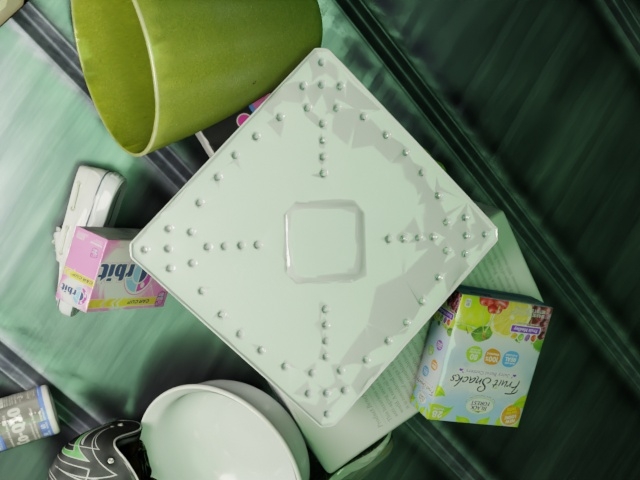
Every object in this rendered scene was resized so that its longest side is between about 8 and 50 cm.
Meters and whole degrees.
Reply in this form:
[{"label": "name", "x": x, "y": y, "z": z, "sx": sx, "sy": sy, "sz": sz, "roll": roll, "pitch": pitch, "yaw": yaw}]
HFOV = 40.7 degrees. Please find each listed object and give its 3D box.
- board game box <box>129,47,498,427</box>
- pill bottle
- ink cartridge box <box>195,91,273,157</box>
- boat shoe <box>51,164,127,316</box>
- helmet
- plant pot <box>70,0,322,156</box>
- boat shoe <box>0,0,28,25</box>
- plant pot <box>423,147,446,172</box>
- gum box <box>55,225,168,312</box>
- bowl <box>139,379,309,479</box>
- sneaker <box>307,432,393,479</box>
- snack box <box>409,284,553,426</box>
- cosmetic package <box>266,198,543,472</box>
[{"label": "board game box", "x": 0.000, "y": 0.000, "z": 1.224, "sx": 0.390, "sy": 0.050, "sz": 0.390, "roll": 44, "pitch": 83, "yaw": -15}, {"label": "pill bottle", "x": -0.467, "y": 0.273, "z": 1.291, "sx": 0.137, "sy": 0.078, "sz": 0.078, "roll": -17, "pitch": 107, "yaw": -15}, {"label": "ink cartridge box", "x": -0.025, "y": -0.063, "z": 1.300, "sx": 0.176, "sy": 0.069, "sz": 0.371, "roll": -31, "pitch": 86, "yaw": -11}, {"label": "boat shoe", "x": -0.356, "y": -0.003, "z": 1.279, "sx": 0.076, "sy": 0.083, "sz": 0.226, "roll": 22, "pitch": 94, "yaw": 4}, {"label": "helmet", "x": -0.325, "y": 0.362, "z": 1.293, "sx": 0.169, "sy": 0.161, "sz": 0.169, "roll": 4, "pitch": 109, "yaw": 13}, {"label": "plant pot", "x": -0.153, "y": -0.285, "z": 1.197, "sx": 0.293, "sy": 0.275, "sz": 0.275, "roll": -19, "pitch": 108, "yaw": -29}, {"label": "boat shoe", "x": -0.389, "y": -0.396, "z": 1.147, "sx": 0.307, "sy": 0.111, "sz": 0.104, "roll": -46, "pitch": 113, "yaw": -6}, {"label": "plant pot", "x": 0.169, "y": -0.111, "z": 1.430, "sx": 0.083, "sy": 0.079, "sz": 0.083, "roll": -5, "pitch": 105, "yaw": -18}, {"label": "gum box", "x": -0.286, "y": 0.041, "z": 1.261, "sx": 0.188, "sy": 0.062, "sz": 0.107, "roll": 2, "pitch": 108, "yaw": -63}, {"label": "bowl", "x": -0.129, "y": 0.335, "z": 1.364, "sx": 0.134, "sy": 0.298, "sz": 0.298, "roll": -36, "pitch": 120, "yaw": -57}, {"label": "sneaker", "x": 0.013, "y": 0.401, "z": 1.484, "sx": 0.271, "sy": 0.100, "sz": 0.108, "roll": -30, "pitch": 138, "yaw": -4}, {"label": "snack box", "x": 0.253, "y": 0.182, "z": 1.359, "sx": 0.174, "sy": 0.070, "sz": 0.207, "roll": 9, "pitch": 102, "yaw": -23}, {"label": "cosmetic package", "x": 0.126, "y": 0.144, "z": 1.428, "sx": 0.453, "sy": 0.161, "sz": 0.230, "roll": -32, "pitch": 112, "yaw": -11}]
